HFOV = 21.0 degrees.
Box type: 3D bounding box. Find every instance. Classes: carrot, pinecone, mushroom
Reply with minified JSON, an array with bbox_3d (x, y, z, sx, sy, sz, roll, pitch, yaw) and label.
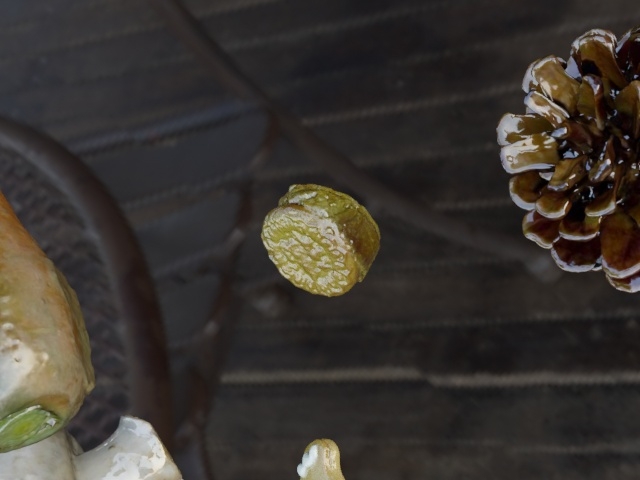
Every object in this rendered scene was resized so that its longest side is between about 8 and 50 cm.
[{"bbox_3d":[-0.270,0.017,1.255,0.139,0.139,0.302,-43,61,8],"label":"carrot"},{"bbox_3d":[0.217,-0.064,1.246,0.208,0.208,0.207,-24,46,27],"label":"pinecone"},{"bbox_3d":[-0.325,0.353,2.299,0.290,0.297,0.297,-26,42,-1],"label":"mushroom"}]

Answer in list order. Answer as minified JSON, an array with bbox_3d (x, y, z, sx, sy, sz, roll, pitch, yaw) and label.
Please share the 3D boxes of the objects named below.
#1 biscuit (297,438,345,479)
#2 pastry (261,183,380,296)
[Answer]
[{"bbox_3d":[0.022,0.350,2.030,0.240,0.035,0.158,53,135,41],"label":"biscuit"},{"bbox_3d":[0.000,0.000,1.440,0.097,0.109,0.057,24,48,13],"label":"pastry"}]
